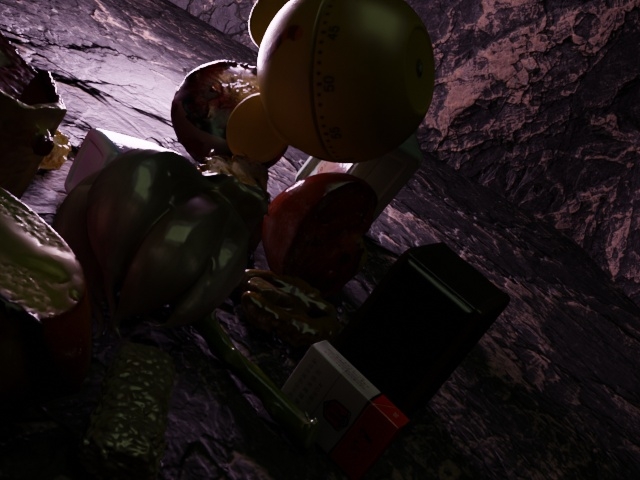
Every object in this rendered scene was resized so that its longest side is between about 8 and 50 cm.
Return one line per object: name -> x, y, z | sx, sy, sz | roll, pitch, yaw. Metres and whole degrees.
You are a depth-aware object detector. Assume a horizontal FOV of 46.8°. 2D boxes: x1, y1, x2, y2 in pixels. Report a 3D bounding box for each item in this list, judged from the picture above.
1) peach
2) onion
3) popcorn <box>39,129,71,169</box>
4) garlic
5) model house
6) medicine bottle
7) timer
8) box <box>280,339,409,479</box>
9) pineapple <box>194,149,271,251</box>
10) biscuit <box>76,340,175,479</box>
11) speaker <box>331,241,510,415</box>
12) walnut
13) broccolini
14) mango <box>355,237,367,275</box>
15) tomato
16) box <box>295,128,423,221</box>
peach -> -0.314, 0.050, 0.700 | 0.267, 0.158, 0.154 | 33, 30, 2
onion -> -0.193, -0.243, 1.598 | 0.272, 0.195, 0.272 | 9, 60, -15
popcorn -> -0.430, -0.147, 1.144 | 0.083, 0.057, 0.082 | 42, 27, 11
garlic -> -0.216, -0.001, 0.951 | 0.292, 0.210, 0.237 | -35, 92, -45
model house -> -0.442, -0.148, 0.921 | 0.254, 0.196, 0.160 | 42, 21, 16
medicine bottle -> -0.283, -0.090, 1.148 | 0.188, 0.119, 0.094 | 11, 26, -48
timer -> 0.012, -0.319, 1.418 | 0.387, 0.376, 0.376 | 5, 7, 25
box -> 0.025, 0.216, 0.947 | 0.152, 0.100, 0.048 | 43, 24, 23
pineapple -> -0.166, -0.068, 1.339 | 0.186, 0.114, 0.236 | 38, 29, 9
biscuit -> -0.190, 0.175, 0.751 | 0.082, 0.070, 0.168 | 21, 24, -12
speaker -> 0.151, 0.136, 1.141 | 0.153, 0.230, 0.192 | 41, 21, 20
walnut -> -0.053, 0.107, 1.130 | 0.170, 0.069, 0.143 | 25, 22, -21
broccolini -> -0.123, 0.111, 0.991 | 0.392, 0.074, 0.079 | 41, 27, 24
mango -> 0.000, 0.000, 1.432 | 0.195, 0.098, 0.137 | 30, 23, 2
tomato -> -0.018, -0.020, 1.266 | 0.140, 0.233, 0.200 | 32, 19, 36
box -> 0.094, -0.155, 1.653 | 0.175, 0.312, 0.182 | 25, 29, -26
